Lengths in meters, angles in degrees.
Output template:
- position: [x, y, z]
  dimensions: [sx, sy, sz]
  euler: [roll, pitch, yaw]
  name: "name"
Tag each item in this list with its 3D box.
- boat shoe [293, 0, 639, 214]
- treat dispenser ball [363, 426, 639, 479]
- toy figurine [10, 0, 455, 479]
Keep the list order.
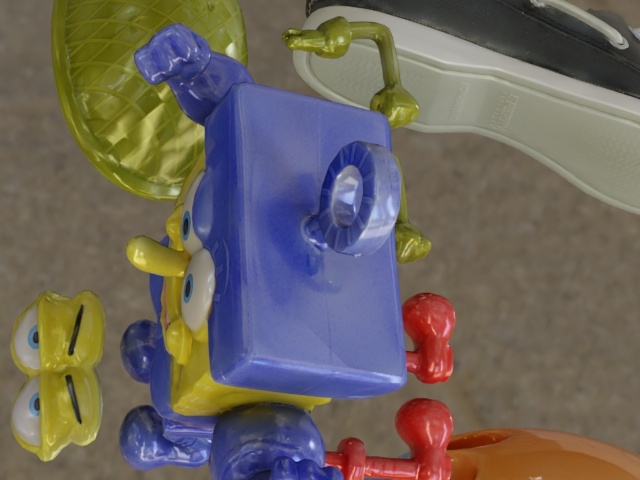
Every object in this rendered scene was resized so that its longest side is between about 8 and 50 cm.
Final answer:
- position: [0.138, -0.093, 1.117]
  dimensions: [0.302, 0.114, 0.091]
  euler: [22, 64, -8]
  name: "boat shoe"
- position: [0.105, 0.241, 1.035]
  dimensions: [0.288, 0.288, 0.288]
  euler: [11, 37, -9]
  name: "treat dispenser ball"
- position: [0.000, 0.000, 0.754]
  dimensions: [0.191, 0.217, 0.363]
  euler: [8, 63, -18]
  name: "toy figurine"
